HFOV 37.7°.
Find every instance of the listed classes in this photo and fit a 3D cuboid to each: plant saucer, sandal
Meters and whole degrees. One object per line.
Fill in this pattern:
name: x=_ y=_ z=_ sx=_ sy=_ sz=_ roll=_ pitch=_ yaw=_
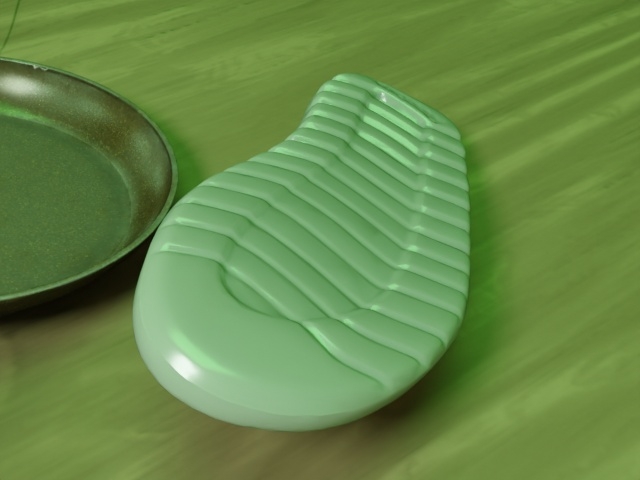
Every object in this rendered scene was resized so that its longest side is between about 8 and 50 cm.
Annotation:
plant saucer: x=-0.256 y=-0.041 z=0.650 sx=0.310 sy=0.050 sz=0.310 roll=7 pitch=36 yaw=-5
sandal: x=0.014 y=0.007 z=0.608 sx=0.169 sy=0.102 sz=0.416 roll=28 pitch=32 yaw=6
